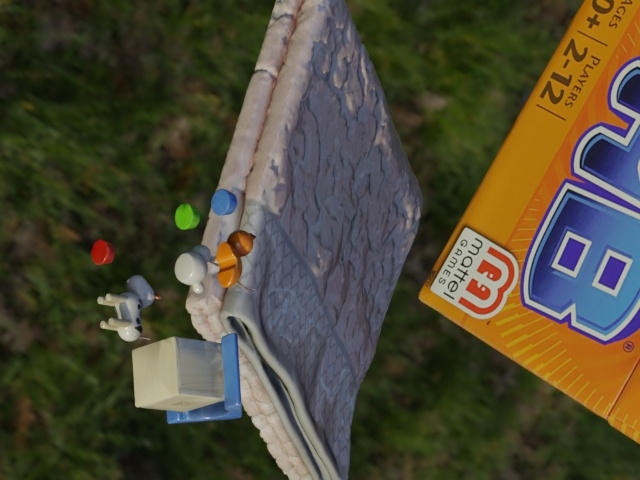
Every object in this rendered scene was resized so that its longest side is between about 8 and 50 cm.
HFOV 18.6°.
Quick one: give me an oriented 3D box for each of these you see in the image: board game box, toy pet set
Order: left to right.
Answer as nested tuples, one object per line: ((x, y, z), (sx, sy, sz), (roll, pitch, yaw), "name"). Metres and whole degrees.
((-0.067, 0.043, 1.130), (0.065, 0.122, 0.114), (11, 68, -44), "toy pet set")
((0.366, 0.002, 1.442), (0.356, 0.356, 0.356), (21, 100, -57), "board game box")

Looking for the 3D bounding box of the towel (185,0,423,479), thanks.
((0.000, 0.000, 1.548), (0.332, 0.053, 0.317), (65, 35, -55), "towel")
